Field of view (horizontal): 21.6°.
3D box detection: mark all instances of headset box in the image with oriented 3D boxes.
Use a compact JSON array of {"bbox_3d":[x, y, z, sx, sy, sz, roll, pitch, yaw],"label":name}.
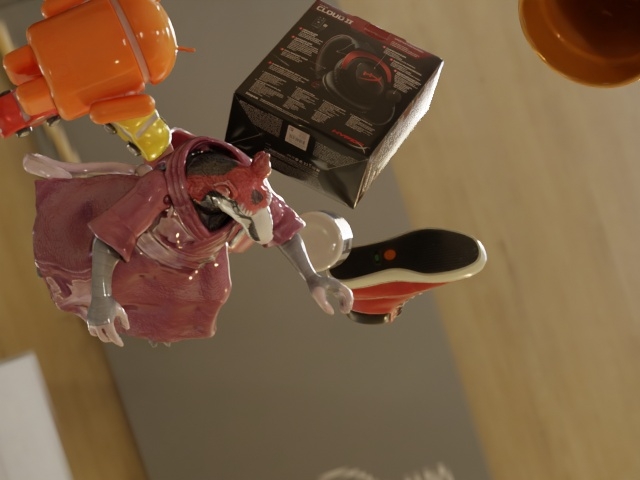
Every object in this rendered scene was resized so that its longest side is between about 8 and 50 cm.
[{"bbox_3d":[0.029,-0.210,2.430,0.293,0.218,0.110,-54,166,-42],"label":"headset box"}]

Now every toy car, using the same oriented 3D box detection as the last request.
[{"bbox_3d":[-0.299,-0.228,2.187,0.239,0.225,0.053,9,165,-14],"label":"toy car"}]

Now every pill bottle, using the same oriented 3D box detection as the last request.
[{"bbox_3d":[0.000,0.000,2.168,0.078,0.078,0.137,-18,178,8],"label":"pill bottle"}]

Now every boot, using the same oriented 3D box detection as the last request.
[{"bbox_3d":[0.145,0.065,2.618,0.244,0.088,0.176,-8,147,11],"label":"boot"}]

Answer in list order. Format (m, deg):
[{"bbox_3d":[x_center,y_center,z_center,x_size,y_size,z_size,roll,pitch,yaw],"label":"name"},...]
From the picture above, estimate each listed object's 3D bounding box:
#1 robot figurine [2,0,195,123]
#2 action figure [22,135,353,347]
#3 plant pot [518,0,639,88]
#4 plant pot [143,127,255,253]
[{"bbox_3d":[-0.267,-0.223,2.020,0.219,0.128,0.158,-24,-140,-7],"label":"robot figurine"},{"bbox_3d":[-0.129,-0.025,1.667,0.248,0.276,0.370,0,158,-28],"label":"action figure"},{"bbox_3d":[0.394,-0.337,2.247,0.205,0.205,0.188,-15,-155,40],"label":"plant pot"},{"bbox_3d":[-0.202,-0.029,2.379,0.180,0.201,0.201,-44,177,15],"label":"plant pot"}]
